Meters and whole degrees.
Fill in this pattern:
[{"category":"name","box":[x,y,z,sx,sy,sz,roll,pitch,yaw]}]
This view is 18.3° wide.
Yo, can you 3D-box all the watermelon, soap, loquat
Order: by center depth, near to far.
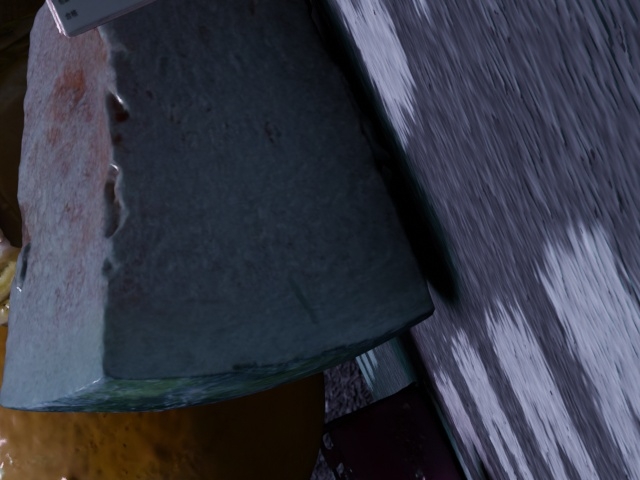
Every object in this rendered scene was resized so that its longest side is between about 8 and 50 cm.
[{"category":"watermelon","box":[-0.073,-0.047,1.090,0.387,0.228,0.258,-93,-10,-71]},{"category":"loquat","box":[-0.153,0.124,1.551,0.328,0.328,0.328,156,90,-88]},{"category":"soap","box":[0.086,0.250,1.655,0.162,0.099,0.250,110,136,-87]}]

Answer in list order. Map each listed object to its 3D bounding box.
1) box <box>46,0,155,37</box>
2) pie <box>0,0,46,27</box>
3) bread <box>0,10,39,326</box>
[{"category":"box","box":[-0.075,-0.153,0.884,0.043,0.125,0.089,-126,14,-82]},{"category":"pie","box":[-0.193,-0.190,1.556,0.339,0.083,0.339,-37,-47,-53]},{"category":"bread","box":[-0.155,-0.051,1.368,0.227,0.253,0.142,59,150,7]}]
